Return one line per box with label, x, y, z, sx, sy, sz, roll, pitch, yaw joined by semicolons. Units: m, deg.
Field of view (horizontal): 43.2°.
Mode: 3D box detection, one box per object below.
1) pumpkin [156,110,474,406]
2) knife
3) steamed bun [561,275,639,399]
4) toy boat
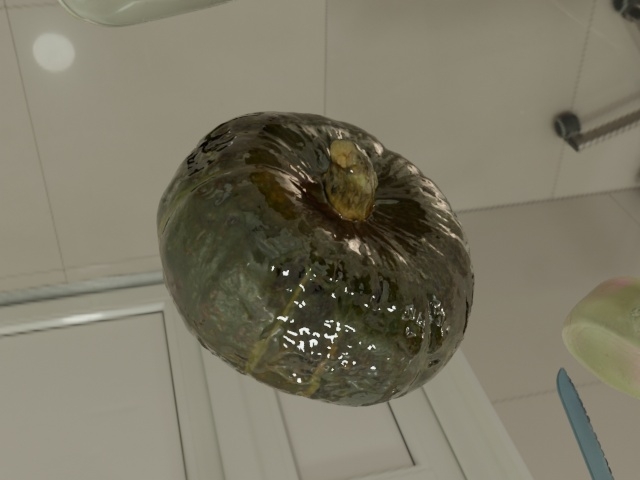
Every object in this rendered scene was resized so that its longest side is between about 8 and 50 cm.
pumpkin;0.001;-0.003;0.636;0.260;0.260;0.189;7;129;-22
knife;0.331;0.289;0.934;0.044;0.313;0.019;8;144;-34
steamed bun;0.496;0.138;1.275;0.170;0.238;0.153;-40;126;-15
toy boat;-0.204;-0.331;0.951;0.269;0.141;0.141;-21;132;-30
